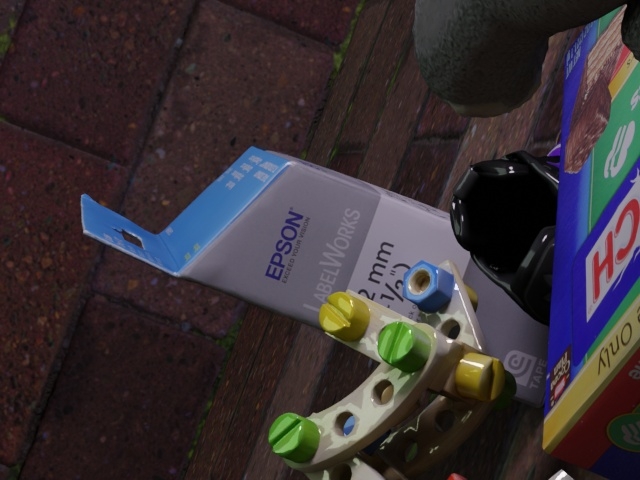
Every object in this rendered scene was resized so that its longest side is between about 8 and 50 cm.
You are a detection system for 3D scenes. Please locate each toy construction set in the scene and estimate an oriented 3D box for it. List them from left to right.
[{"bbox_3d":[0.087,0.159,1.057,0.215,0.151,0.327,-54,32,5],"label":"toy construction set"}]

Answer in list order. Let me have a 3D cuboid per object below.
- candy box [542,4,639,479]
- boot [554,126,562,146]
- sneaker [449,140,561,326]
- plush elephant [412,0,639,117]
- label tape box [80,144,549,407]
[{"bbox_3d":[0.225,-0.062,0.878,0.317,0.122,0.268,-80,15,-44],"label":"candy box"},{"bbox_3d":[0.213,-0.084,1.255,0.114,0.037,0.106,-174,103,-75],"label":"boot"},{"bbox_3d":[0.152,-0.021,1.113,0.293,0.146,0.102,-98,31,-70],"label":"sneaker"},{"bbox_3d":[0.216,-0.192,0.643,0.330,0.255,0.272,-14,73,63],"label":"plush elephant"},{"bbox_3d":[0.000,0.000,1.304,0.249,0.347,0.115,-145,77,-80],"label":"label tape box"}]
